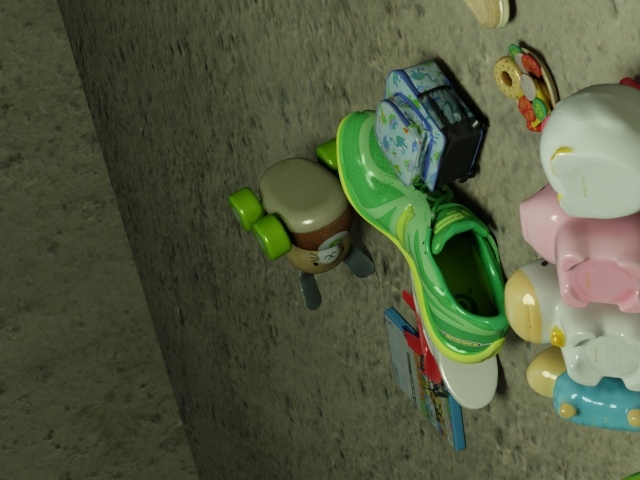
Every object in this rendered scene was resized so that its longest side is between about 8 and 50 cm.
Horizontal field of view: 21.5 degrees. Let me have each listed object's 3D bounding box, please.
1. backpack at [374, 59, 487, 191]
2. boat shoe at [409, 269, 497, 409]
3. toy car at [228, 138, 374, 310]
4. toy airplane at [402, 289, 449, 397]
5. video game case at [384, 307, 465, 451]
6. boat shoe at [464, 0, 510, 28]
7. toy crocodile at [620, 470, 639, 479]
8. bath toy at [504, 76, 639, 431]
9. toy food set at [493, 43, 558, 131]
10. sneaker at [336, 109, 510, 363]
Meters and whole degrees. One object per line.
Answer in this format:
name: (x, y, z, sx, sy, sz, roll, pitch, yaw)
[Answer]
backpack: (0.102, -0.119, 1.690, 0.105, 0.084, 0.114, 98, 150, -55)
boat shoe: (0.144, 0.105, 1.876, 0.063, 0.066, 0.184, 92, 153, -73)
toy car: (0.000, 0.000, 2.067, 0.149, 0.155, 0.188, 47, 163, 51)
toy airplane: (0.128, 0.118, 1.973, 0.151, 0.028, 0.151, 46, 145, 46)
video game case: (0.129, 0.171, 2.088, 0.166, 0.015, 0.119, 47, 153, 52)
boat shoe: (0.114, -0.260, 1.518, 0.170, 0.059, 0.063, 64, 163, 14)
toy crocodile: (0.301, 0.290, 1.467, 0.340, 0.105, 0.115, -120, 11, -78)
bath toy: (0.228, 0.004, 1.394, 0.151, 0.129, 0.348, 11, 138, 17)
toy food set: (0.186, -0.136, 1.511, 0.083, 0.020, 0.082, 66, 163, 9)
sneaker: (0.122, -0.018, 1.750, 0.295, 0.109, 0.123, 60, 152, 10)
